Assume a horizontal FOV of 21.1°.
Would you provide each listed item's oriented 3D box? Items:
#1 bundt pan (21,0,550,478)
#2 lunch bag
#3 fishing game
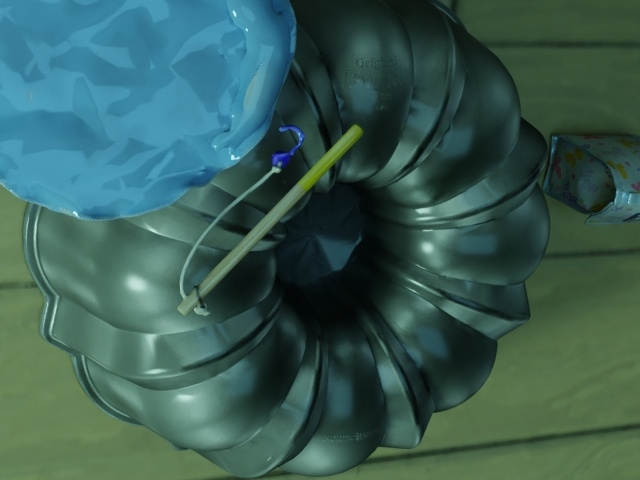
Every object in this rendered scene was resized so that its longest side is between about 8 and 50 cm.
[{"bbox_3d":[0.000,0.000,1.011,0.330,0.124,0.331,-11,115,-25],"label":"bundt pan"},{"bbox_3d":[0.197,-0.037,1.128,0.071,0.083,0.053,-3,110,-29],"label":"lunch bag"},{"bbox_3d":[-0.107,-0.105,0.878,0.264,0.041,0.189,41,84,-12],"label":"fishing game"}]
